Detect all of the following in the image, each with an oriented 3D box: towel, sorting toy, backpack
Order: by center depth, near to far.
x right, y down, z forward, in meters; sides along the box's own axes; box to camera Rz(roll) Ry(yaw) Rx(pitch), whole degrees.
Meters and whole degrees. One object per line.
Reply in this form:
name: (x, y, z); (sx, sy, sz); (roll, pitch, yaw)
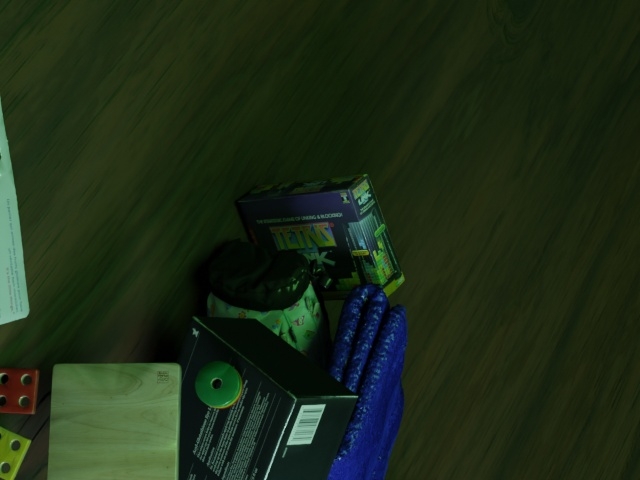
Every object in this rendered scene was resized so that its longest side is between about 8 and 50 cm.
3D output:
sorting toy: (-0.214, 0.193, 1.453); (0.046, 0.274, 0.132); (60, 29, -75)
backpack: (-0.057, 0.101, 1.656); (0.115, 0.152, 0.182); (-38, 128, -32)
towel: (0.052, 0.210, 1.674); (0.308, 0.076, 0.228); (81, 21, -62)

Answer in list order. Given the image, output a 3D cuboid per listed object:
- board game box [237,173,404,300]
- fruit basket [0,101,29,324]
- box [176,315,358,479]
board game box: (0.000, 0.000, 1.676); (0.048, 0.170, 0.141); (-42, 118, -45)
fruit basket: (-0.422, -0.055, 1.304); (0.353, 0.165, 0.327); (-19, 104, -59)
box: (-0.091, 0.237, 1.520); (0.103, 0.184, 0.261); (4, 112, -47)
